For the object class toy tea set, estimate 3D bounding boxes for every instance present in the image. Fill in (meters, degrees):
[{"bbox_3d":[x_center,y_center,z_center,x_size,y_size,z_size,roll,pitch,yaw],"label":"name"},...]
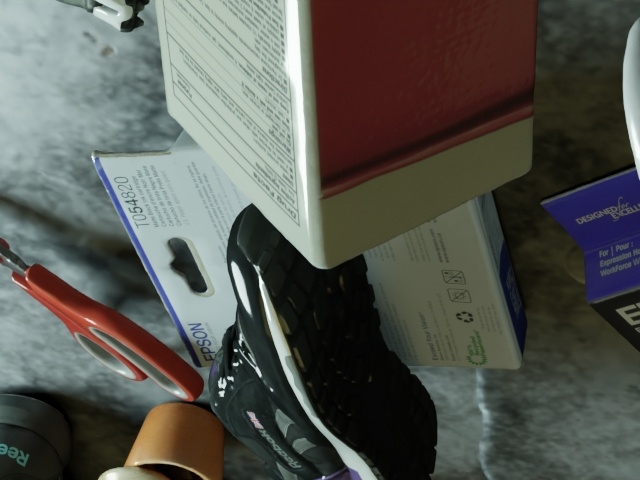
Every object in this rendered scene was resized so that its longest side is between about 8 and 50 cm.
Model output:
[{"bbox_3d":[-0.031,0.255,1.423,0.336,0.124,0.200,27,140,-19],"label":"toy tea set"}]

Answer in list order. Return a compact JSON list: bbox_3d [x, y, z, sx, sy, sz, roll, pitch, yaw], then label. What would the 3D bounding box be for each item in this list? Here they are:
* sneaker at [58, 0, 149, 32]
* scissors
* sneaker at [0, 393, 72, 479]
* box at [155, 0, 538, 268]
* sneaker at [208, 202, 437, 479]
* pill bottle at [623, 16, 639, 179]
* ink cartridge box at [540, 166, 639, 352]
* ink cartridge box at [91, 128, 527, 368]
[{"bbox_3d":[-0.123,-0.194,0.910,0.106,0.078,0.234,12,145,-5],"label":"sneaker"},{"bbox_3d":[-0.192,0.015,1.220,0.297,0.021,0.109,44,161,-31],"label":"scissors"},{"bbox_3d":[-0.234,0.227,1.460,0.101,0.106,0.267,4,143,9],"label":"sneaker"},{"bbox_3d":[0.008,-0.132,0.841,0.126,0.148,0.232,-25,137,-21],"label":"box"},{"bbox_3d":[-0.026,0.081,1.145,0.124,0.107,0.283,2,143,23],"label":"sneaker"},{"bbox_3d":[0.265,-0.074,0.927,0.208,0.118,0.117,-9,138,24],"label":"pill bottle"},{"bbox_3d":[0.268,0.019,1.106,0.206,0.045,0.208,-22,130,37],"label":"ink cartridge box"},{"bbox_3d":[0.000,0.000,1.152,0.224,0.045,0.223,-1,141,16],"label":"ink cartridge box"}]
